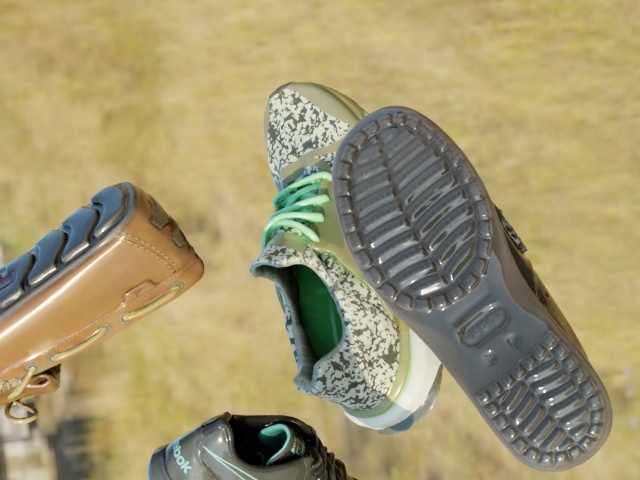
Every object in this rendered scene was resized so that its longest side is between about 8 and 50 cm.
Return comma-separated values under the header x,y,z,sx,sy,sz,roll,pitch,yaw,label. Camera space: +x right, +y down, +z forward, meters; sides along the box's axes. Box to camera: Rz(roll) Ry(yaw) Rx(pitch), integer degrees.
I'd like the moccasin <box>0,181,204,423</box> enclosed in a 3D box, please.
x,y,z,sx,sy,sz,roll,pitch,yaw,label
-0.282,0.097,1.716,0.147,0.380,0.139,51,-174,-28,moccasin

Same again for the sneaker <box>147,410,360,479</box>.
x,y,z,sx,sy,sz,roll,pitch,yaw,label
-0.022,0.224,1.651,0.106,0.267,0.101,-49,40,29,sneaker

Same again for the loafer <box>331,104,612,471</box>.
x,y,z,sx,sy,sz,roll,pitch,yaw,label
0.132,0.047,1.639,0.366,0.133,0.130,60,-172,11,loafer

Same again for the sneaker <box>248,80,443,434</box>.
x,y,z,sx,sy,sz,roll,pitch,yaw,label
0.000,0.000,1.908,0.158,0.182,0.410,-34,61,32,sneaker
